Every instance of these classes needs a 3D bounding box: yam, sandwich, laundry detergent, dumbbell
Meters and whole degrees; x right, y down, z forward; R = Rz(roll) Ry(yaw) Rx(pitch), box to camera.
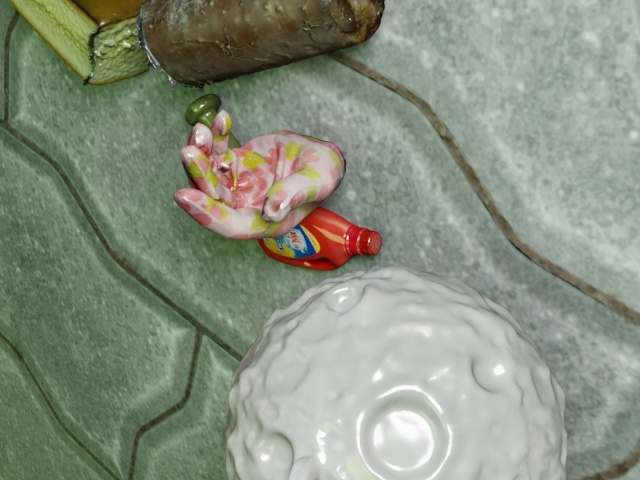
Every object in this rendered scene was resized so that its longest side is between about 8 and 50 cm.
[{"bbox_3d":[-0.066,-0.240,0.852,0.280,0.131,0.131,-4,107,38],"label":"yam"},{"bbox_3d":[-0.314,-0.313,1.026,0.236,0.128,0.122,45,135,17],"label":"sandwich"},{"bbox_3d":[0.000,0.000,0.952,0.165,0.049,0.097,10,136,36],"label":"laundry detergent"},{"bbox_3d":[-0.119,-0.127,0.999,0.118,0.046,0.052,54,139,7],"label":"dumbbell"}]

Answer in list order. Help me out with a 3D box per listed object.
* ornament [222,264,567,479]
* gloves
[{"bbox_3d":[0.074,0.181,0.791,0.337,0.337,0.337,18,120,34],"label":"ornament"},{"bbox_3d":[-0.071,-0.059,0.852,0.145,0.241,0.126,46,132,14],"label":"gloves"}]
